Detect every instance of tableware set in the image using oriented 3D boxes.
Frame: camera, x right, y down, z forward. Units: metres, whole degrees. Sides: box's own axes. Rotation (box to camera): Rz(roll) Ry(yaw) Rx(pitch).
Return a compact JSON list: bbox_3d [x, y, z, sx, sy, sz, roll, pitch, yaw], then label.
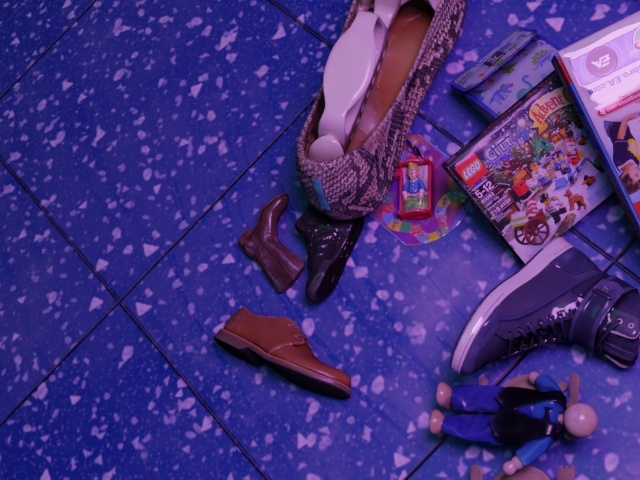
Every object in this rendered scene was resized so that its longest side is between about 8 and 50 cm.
[{"bbox_3d":[0.238,0.251,1.054,0.128,0.039,0.194,-9,59,36],"label":"tableware set"}]

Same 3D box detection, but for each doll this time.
[{"bbox_3d":[0.220,0.203,1.036,0.189,0.046,0.129,-4,51,33],"label":"doll"}]

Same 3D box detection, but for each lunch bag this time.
[{"bbox_3d":[0.262,-0.207,1.212,0.129,0.096,0.151,-40,49,3],"label":"lunch bag"}]

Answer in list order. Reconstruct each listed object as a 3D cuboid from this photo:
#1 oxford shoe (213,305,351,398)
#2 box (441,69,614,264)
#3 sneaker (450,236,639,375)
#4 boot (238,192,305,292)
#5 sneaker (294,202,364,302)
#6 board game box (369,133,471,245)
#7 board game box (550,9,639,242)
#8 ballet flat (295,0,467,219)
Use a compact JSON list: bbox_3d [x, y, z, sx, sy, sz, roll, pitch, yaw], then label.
[{"bbox_3d":[-0.041,0.141,1.199,0.212,0.076,0.076,24,68,28],"label":"oxford shoe"},{"bbox_3d":[0.289,-0.105,1.130,0.233,0.044,0.159,-40,100,2],"label":"box"},{"bbox_3d":[0.272,0.108,1.050,0.226,0.086,0.163,-39,59,-20],"label":"sneaker"},{"bbox_3d":[-0.050,0.004,1.279,0.106,0.037,0.114,-52,56,11],"label":"boot"},{"bbox_3d":[-0.001,-0.001,1.255,0.089,0.051,0.170,20,72,27],"label":"sneaker"},{"bbox_3d":[0.123,-0.075,1.244,0.133,0.033,0.169,-46,59,-1],"label":"board game box"},{"bbox_3d":[0.465,-0.142,1.024,0.308,0.086,0.302,-25,90,10],"label":"board game box"},{"bbox_3d":[0.086,-0.263,1.230,0.164,0.182,0.483,13,68,22],"label":"ballet flat"}]
